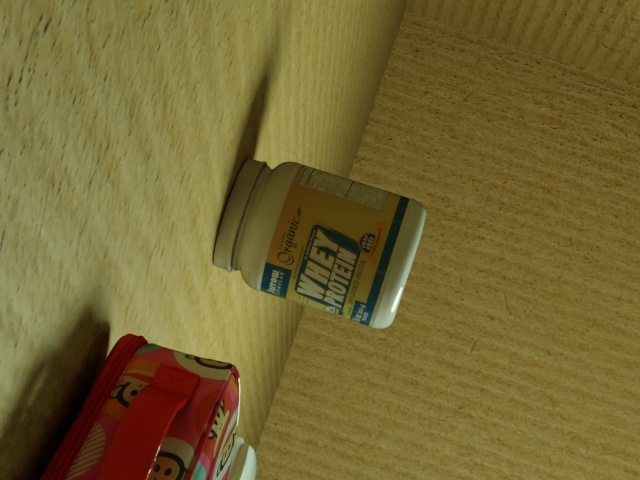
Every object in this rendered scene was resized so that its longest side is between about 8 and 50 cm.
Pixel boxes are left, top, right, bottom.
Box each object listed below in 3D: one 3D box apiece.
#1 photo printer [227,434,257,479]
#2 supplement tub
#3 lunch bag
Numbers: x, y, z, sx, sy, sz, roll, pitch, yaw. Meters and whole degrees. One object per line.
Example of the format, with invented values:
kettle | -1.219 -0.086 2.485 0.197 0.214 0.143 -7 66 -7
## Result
photo printer | -0.165 0.376 1.480 0.256 0.107 0.308 98 10 -72
supplement tub | 0.000 0.000 1.383 0.144 0.199 0.144 17 90 -87
lunch bag | -0.141 0.212 0.884 0.293 0.120 0.258 -67 174 -51
